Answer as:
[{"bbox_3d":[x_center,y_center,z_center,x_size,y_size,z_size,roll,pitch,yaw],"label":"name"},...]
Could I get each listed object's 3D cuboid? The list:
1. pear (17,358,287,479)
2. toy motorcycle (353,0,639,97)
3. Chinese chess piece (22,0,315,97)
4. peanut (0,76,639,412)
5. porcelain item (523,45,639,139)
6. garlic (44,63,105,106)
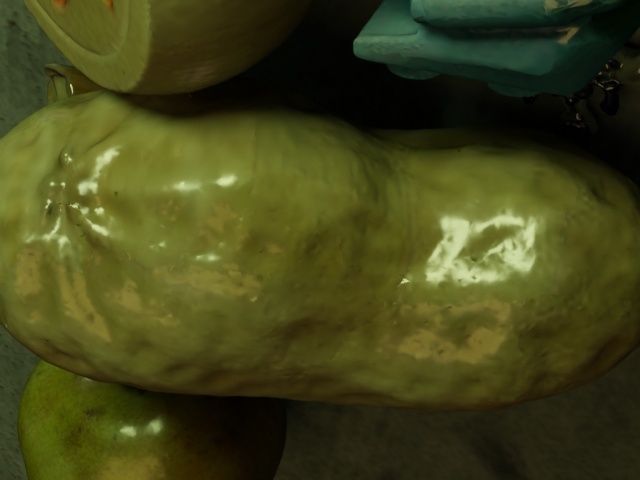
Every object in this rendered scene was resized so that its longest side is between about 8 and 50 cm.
[{"bbox_3d":[-0.115,0.131,0.960,0.200,0.200,0.200,18,135,19],"label":"pear"},{"bbox_3d":[0.201,-0.084,0.567,0.416,0.172,0.232,11,128,14],"label":"toy motorcycle"},{"bbox_3d":[-0.098,-0.189,0.647,0.251,0.097,0.251,47,154,33],"label":"Chinese chess piece"},{"bbox_3d":[0.000,0.000,0.743,0.387,0.169,0.192,5,151,0],"label":"peanut"},{"bbox_3d":[0.133,-0.083,0.726,0.136,0.021,0.075,9,136,27],"label":"porcelain item"},{"bbox_3d":[-0.116,-0.021,0.875,0.087,0.101,0.195,25,122,57],"label":"garlic"}]
